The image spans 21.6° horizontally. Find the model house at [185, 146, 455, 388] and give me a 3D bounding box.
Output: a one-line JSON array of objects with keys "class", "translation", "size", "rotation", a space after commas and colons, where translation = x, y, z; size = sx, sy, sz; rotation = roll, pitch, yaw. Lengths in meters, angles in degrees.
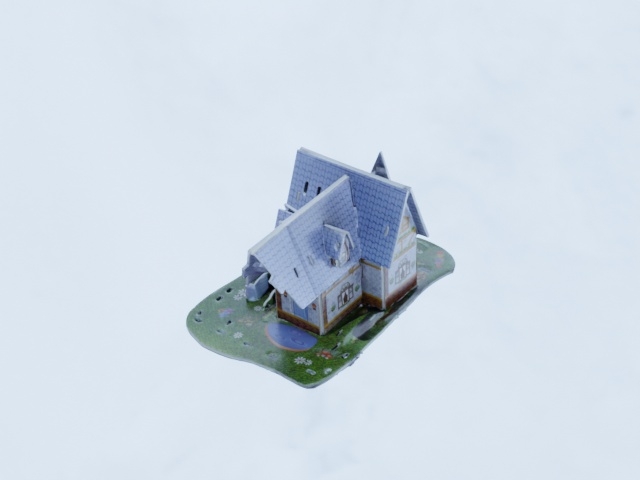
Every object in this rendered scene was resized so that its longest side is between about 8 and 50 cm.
[{"class": "model house", "translation": [0.000, 0.000, 1.031], "size": [0.117, 0.167, 0.088], "rotation": [24, 134, 32]}]
